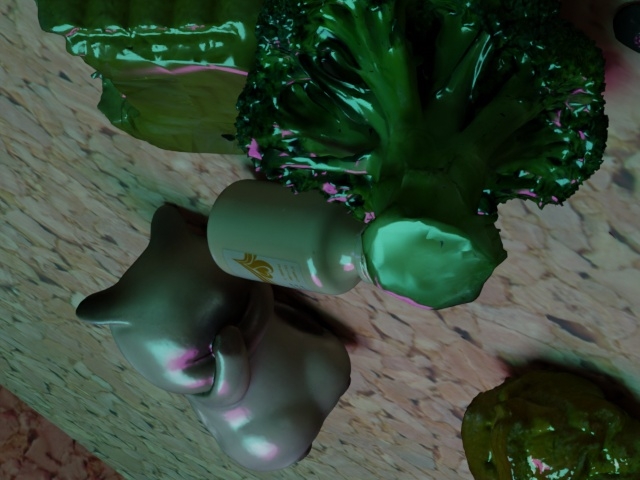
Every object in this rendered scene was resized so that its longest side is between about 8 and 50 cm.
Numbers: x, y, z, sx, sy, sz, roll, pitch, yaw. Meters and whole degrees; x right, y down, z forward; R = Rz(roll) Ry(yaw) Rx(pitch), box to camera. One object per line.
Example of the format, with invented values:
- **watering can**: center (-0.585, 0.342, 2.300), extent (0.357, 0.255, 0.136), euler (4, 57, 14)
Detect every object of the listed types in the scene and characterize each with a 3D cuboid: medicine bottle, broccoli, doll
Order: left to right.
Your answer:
- **doll**: center (-0.113, 0.145, 1.911), extent (0.226, 0.215, 0.370), euler (29, 166, 47)
- **medicine bottle**: center (0.000, 0.000, 1.597), extent (0.252, 0.114, 0.114), euler (9, 150, 38)
- **broccoli**: center (0.071, -0.091, 1.111), extent (0.297, 0.297, 0.297), euler (5, 130, 6)

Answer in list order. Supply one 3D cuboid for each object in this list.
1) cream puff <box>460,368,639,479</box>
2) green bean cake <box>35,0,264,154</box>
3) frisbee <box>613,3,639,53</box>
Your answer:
- **cream puff**: center (0.286, 0.259, 1.745), extent (0.244, 0.196, 0.244), euler (41, 147, 35)
- **green bean cake**: center (-0.118, -0.170, 1.280), extent (0.233, 0.124, 0.236), euler (4, 160, 14)
- **frisbee**: center (0.329, -0.114, 1.097), extent (0.211, 0.012, 0.187), euler (42, 154, -25)
